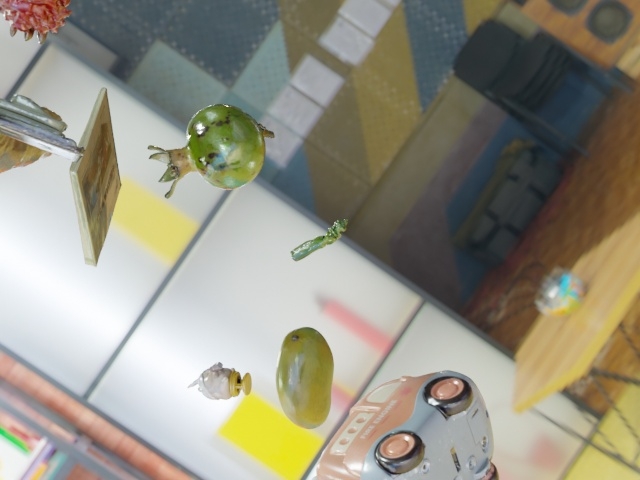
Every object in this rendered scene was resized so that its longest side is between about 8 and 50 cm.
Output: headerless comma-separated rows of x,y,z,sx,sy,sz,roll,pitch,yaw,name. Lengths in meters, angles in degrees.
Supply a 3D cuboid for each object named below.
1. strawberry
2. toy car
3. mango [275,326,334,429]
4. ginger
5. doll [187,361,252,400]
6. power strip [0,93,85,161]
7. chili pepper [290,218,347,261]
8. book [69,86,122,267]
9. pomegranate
-0.537,-0.524,2.165,0.137,0.233,0.306,-23,-19,-47,strawberry
0.114,0.306,1.697,0.212,0.181,0.270,6,37,42,toy car
-0.024,0.242,2.045,0.122,0.085,0.191,-31,-62,-62,mango
-0.616,-0.197,2.221,0.190,0.126,0.354,-31,-12,12,ginger
-0.203,0.274,2.335,0.073,0.127,0.084,-70,-25,-54,doll
-0.454,-0.186,1.811,0.198,0.213,0.065,-167,98,-77,power strip
0.000,0.000,1.448,0.083,0.022,0.027,-32,-5,8,chili pepper
-0.417,-0.115,2.209,0.283,0.025,0.215,93,-174,-55,book
-0.197,-0.155,2.127,0.220,0.156,0.156,-27,11,13,pomegranate
